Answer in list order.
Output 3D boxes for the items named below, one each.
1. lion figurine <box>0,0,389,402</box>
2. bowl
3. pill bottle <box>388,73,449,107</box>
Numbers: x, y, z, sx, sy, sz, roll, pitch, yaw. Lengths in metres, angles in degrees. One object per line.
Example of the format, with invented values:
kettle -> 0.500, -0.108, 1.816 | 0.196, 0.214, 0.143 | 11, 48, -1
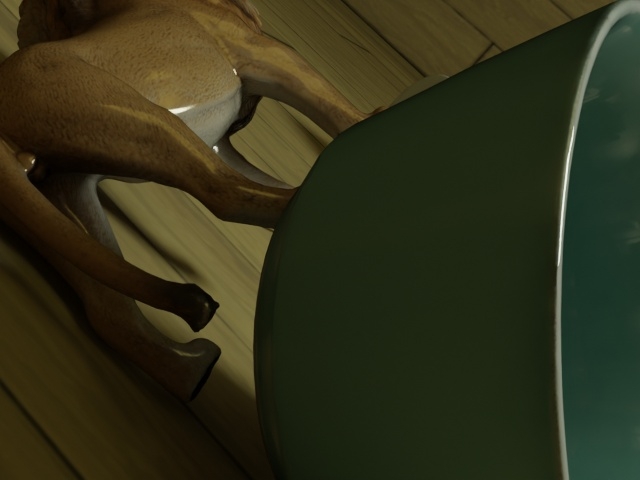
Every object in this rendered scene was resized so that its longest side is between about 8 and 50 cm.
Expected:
lion figurine -> -0.103, -0.069, 0.892 | 0.240, 0.142, 0.392 | 34, 15, 1
bowl -> 0.080, 0.052, 0.756 | 0.163, 0.311, 0.311 | -2, -10, 26
pill bottle -> 0.195, -0.037, 1.691 | 0.301, 0.169, 0.169 | 36, 12, -27
